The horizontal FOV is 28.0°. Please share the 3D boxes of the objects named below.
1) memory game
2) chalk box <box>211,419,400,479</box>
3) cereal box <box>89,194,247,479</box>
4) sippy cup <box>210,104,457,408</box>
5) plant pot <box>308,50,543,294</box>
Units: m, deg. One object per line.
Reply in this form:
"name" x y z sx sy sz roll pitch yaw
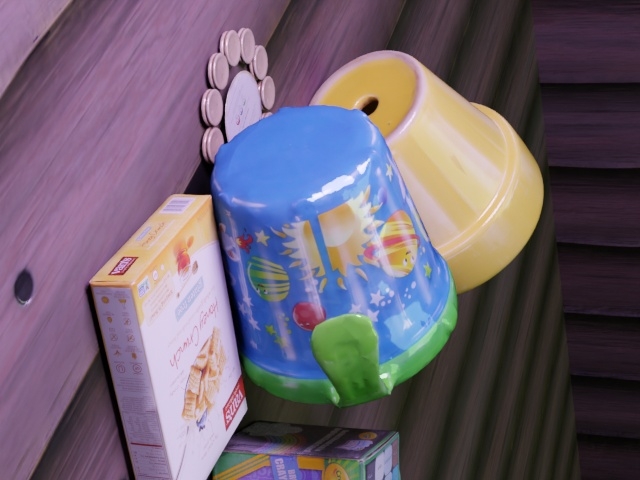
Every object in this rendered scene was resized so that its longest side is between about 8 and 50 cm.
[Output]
"memory game" -0.082 -0.126 1.321 0.186 0.012 0.186 2 90 -71
"chalk box" 0.010 0.269 1.323 0.132 0.213 0.132 -14 106 -70
"cereal box" -0.129 0.101 1.159 0.173 0.047 0.240 -58 144 -56
"sippy cup" 0.000 0.000 1.241 0.240 0.305 0.224 -39 133 -25
"plant pot" 0.108 -0.094 1.551 0.239 0.254 0.254 47 46 -43
